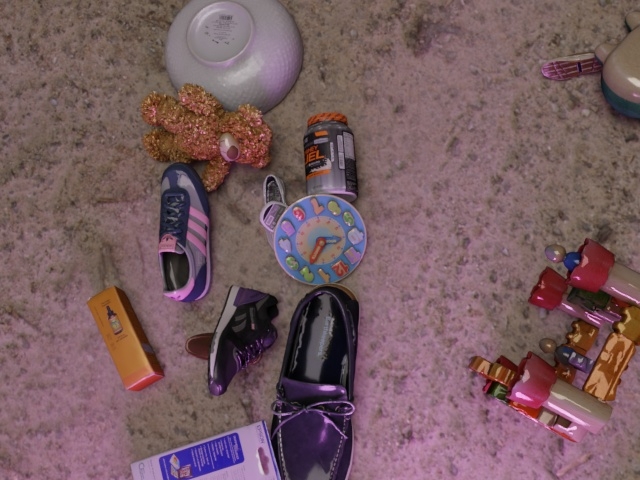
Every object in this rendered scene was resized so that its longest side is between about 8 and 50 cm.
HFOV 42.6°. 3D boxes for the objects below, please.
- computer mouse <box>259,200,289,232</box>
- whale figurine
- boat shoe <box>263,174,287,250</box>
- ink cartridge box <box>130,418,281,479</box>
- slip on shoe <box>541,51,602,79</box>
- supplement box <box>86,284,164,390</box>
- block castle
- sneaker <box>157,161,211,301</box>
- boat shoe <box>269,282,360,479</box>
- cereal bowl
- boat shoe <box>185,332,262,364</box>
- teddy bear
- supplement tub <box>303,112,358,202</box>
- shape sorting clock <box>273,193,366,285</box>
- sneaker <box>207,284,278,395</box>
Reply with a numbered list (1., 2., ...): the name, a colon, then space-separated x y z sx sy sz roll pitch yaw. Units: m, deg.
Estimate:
1. computer mouse: -0.050 -0.027 1.822 0.193 0.042 0.106 32 90 -18
2. whale figurine: 0.694 -0.374 1.763 0.216 0.141 0.272 10 55 9
3. boat shoe: -0.099 -0.062 1.864 0.066 0.063 0.184 -4 76 10
4. ink cartridge box: -0.233 0.503 1.740 0.332 0.065 0.165 -20 73 15
5. slip on shoe: 0.561 -0.394 1.826 0.135 0.051 0.041 -9 36 17
6. supplement box: -0.442 0.221 1.860 0.078 0.080 0.233 -30 75 2
7. block castle: 0.424 0.179 1.509 0.213 0.453 0.303 28 85 9
8. sneaker: -0.313 -0.020 1.831 0.112 0.131 0.319 -9 88 18
9. boat shoe: -0.013 0.328 1.711 0.186 0.156 0.500 7 80 11
10. cereal bowl: -0.219 -0.460 1.942 0.339 0.141 0.339 -3 77 12
11. boat shoe: -0.219 0.237 1.819 0.178 0.060 0.064 6 78 13
12. teddy bear: -0.278 -0.239 1.877 0.338 0.113 0.245 27 115 16
13. supplement tub: 0.021 -0.182 1.841 0.117 0.117 0.190 -7 75 10
14. shape sorting clock: 0.000 0.000 1.789 0.206 0.040 0.206 -3 108 -10
15. sneaker: -0.157 0.207 1.737 0.124 0.107 0.283 9 44 4
